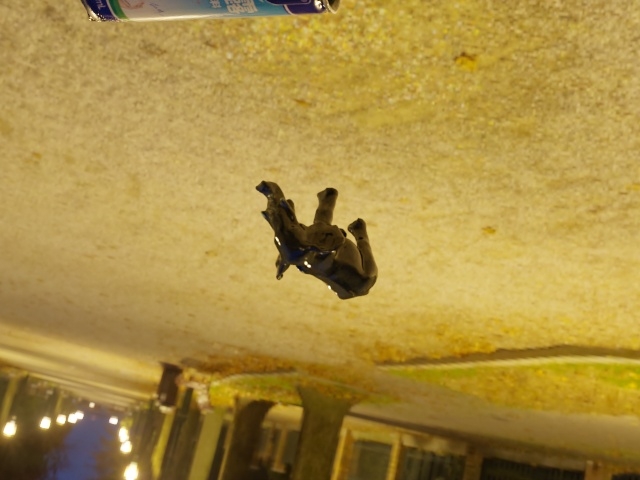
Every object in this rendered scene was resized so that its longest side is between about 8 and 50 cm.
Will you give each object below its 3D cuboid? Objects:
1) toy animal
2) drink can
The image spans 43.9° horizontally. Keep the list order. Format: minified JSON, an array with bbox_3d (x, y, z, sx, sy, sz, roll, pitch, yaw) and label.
[{"bbox_3d":[0.003,-0.003,1.137,0.245,0.146,0.114,24,133,-31],"label":"toy animal"},{"bbox_3d":[-0.103,-0.253,0.734,0.235,0.097,0.097,1,163,12],"label":"drink can"}]
